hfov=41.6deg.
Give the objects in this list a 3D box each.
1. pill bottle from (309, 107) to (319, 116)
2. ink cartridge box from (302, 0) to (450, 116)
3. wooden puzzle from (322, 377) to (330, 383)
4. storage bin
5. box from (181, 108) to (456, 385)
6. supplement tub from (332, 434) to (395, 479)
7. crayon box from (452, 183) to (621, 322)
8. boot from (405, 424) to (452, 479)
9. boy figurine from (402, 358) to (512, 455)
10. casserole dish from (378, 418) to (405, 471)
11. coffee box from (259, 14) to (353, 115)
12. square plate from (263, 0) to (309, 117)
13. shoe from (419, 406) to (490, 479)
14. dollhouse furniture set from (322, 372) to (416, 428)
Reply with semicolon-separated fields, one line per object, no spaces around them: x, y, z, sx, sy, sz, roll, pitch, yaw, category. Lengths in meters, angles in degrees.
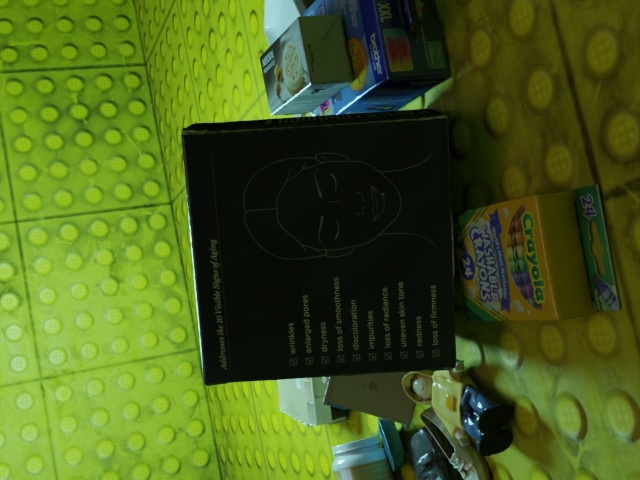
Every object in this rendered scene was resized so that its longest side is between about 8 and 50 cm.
0.028;-0.333;1.991;0.108;0.108;0.180;-124;35;-46;pill bottle
0.116;-0.415;1.715;0.395;0.151;0.270;-22;78;65;ink cartridge box
0.043;0.214;2.115;0.238;0.044;0.221;-55;-34;-69;wooden puzzle
-0.031;0.361;2.348;0.260;0.123;0.262;-176;79;-66;storage bin
0.000;0.000;1.631;0.297;0.472;0.480;-102;9;-79;box
0.111;0.592;2.068;0.144;0.144;0.199;139;120;-63;supplement tub
0.345;0.031;1.416;0.323;0.083;0.203;165;96;-66;crayon box
0.243;0.548;1.848;0.263;0.091;0.229;111;149;-42;boot
0.267;0.313;1.684;0.285;0.092;0.177;29;127;58;boy figurine
0.168;0.476;1.970;0.188;0.037;0.114;81;172;-67;casserole dish
-0.035;-0.361;1.764;0.246;0.098;0.141;164;96;-67;coffee box
-0.074;-0.533;2.176;0.344;0.049;0.347;103;151;-63;square plate
0.276;0.432;1.739;0.219;0.058;0.076;-121;32;-42;shoe
0.146;0.276;1.985;0.303;0.198;0.286;5;-80;-83;dollhouse furniture set
